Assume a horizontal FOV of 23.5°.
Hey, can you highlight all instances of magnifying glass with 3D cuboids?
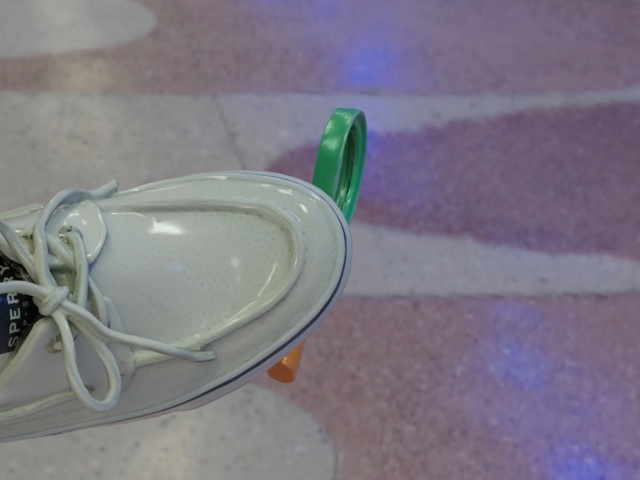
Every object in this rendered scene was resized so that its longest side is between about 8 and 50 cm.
[{"bbox_3d":[0.000,0.000,1.143,0.026,0.092,0.231,10,58,13],"label":"magnifying glass"}]

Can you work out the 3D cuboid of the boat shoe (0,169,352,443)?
[{"bbox_3d":[-0.158,0.035,0.816,0.367,0.136,0.156,-13,-10,-5],"label":"boat shoe"}]
